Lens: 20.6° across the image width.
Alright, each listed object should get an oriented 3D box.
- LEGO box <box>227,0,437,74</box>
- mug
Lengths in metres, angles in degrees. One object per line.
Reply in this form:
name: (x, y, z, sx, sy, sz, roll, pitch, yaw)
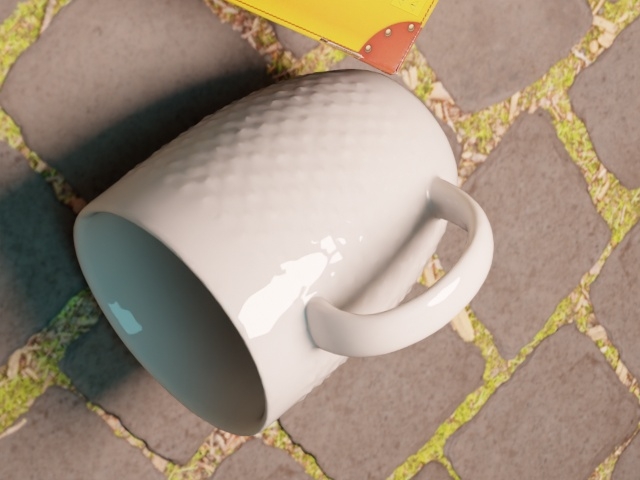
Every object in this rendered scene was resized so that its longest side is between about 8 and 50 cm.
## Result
LEGO box: (0.012, -0.451, 1.610, 0.372, 0.193, 0.500, 19, 106, -40)
mug: (0.000, 0.000, 1.713, 0.328, 0.374, 0.276, -40, 129, -26)
